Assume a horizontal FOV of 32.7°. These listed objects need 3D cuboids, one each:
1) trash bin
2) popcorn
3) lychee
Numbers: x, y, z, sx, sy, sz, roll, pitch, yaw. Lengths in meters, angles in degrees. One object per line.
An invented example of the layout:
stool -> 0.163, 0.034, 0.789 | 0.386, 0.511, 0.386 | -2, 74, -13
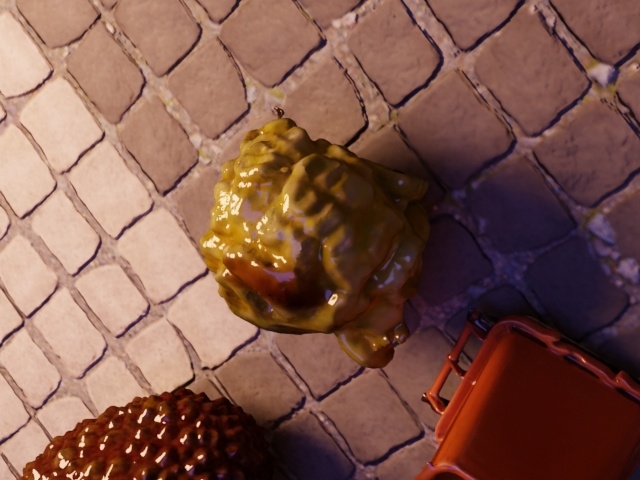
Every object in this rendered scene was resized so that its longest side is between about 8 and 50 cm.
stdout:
trash bin -> 0.143, 0.175, 0.857 | 0.184, 0.239, 0.161 | 32, 120, 15
popcorn -> 0.000, 0.000, 0.913 | 0.189, 0.218, 0.169 | 20, 73, 2
lychee -> -0.160, 0.262, 1.057 | 0.272, 0.271, 0.271 | 10, 113, 24
